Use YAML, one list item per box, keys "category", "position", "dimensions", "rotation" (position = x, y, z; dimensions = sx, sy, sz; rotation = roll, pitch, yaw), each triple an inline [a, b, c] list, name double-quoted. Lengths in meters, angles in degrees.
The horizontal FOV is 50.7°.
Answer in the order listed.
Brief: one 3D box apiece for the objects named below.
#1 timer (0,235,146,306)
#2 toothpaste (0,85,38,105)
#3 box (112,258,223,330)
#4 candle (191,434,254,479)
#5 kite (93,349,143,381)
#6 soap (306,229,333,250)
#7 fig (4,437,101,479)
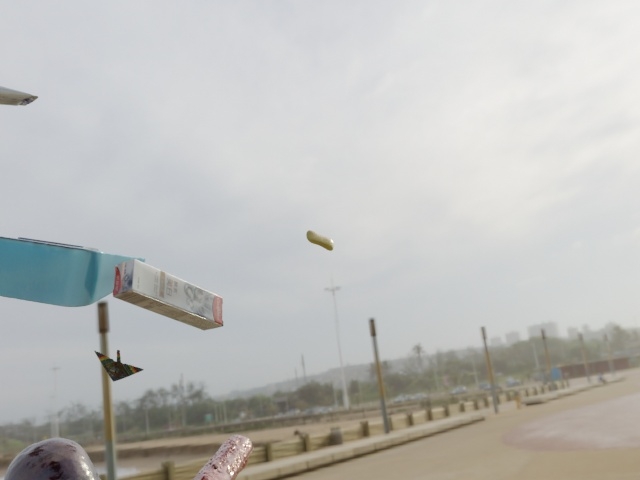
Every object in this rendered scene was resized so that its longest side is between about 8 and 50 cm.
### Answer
- category: "timer"
  position: [-0.440, 0.045, 1.137]
  dimensions: [0.231, 0.092, 0.250]
  rotation: [7, 0, 8]
- category: "toothpaste"
  position: [-0.729, -0.299, 1.314]
  dimensions: [0.323, 0.066, 0.100]
  rotation: [4, -5, -39]
- category: "box"
  position: [-0.236, 0.091, 1.075]
  dimensions: [0.039, 0.055, 0.218]
  rotation: [-17, -27, 25]
- category: "candle"
  position: [-0.130, 0.303, 0.865]
  dimensions: [0.048, 0.051, 0.329]
  rotation: [-41, -5, 1]
- category: "kite"
  position: [-0.465, 0.289, 1.551]
  dimensions: [0.122, 0.090, 0.004]
  rotation: [16, 23, 2]
- category: "soap"
  position: [0.000, 0.000, 1.610]
  dimensions: [0.089, 0.034, 0.012]
  rotation: [23, -35, -38]
- category: "fig"
  position: [-0.533, 0.518, 1.349]
  dimensions: [0.214, 0.235, 0.235]
  rotation: [-6, -11, -41]
